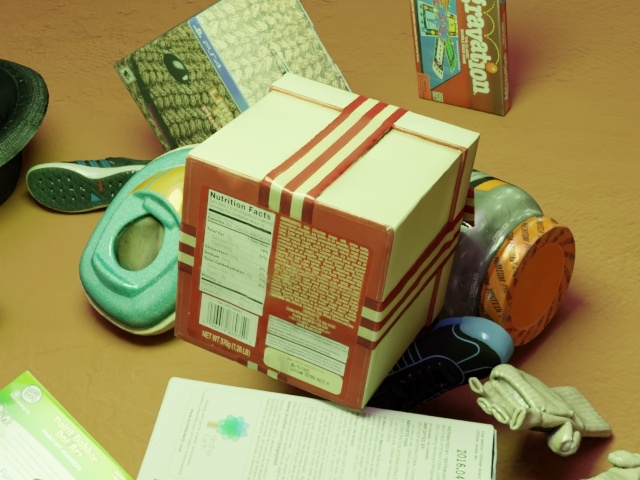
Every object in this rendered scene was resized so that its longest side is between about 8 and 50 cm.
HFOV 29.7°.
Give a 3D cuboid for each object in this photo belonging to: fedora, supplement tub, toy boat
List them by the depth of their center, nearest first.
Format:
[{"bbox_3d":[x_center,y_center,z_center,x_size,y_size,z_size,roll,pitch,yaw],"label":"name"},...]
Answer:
[{"bbox_3d":[0.133,-0.004,1.452,0.316,0.193,0.193,27,52,34],"label":"supplement tub"},{"bbox_3d":[-0.145,0.017,1.480,0.318,0.148,0.267,32,85,25],"label":"toy boat"},{"bbox_3d":[-0.531,-0.128,1.764,0.334,0.152,0.334,-6,40,5],"label":"fedora"}]

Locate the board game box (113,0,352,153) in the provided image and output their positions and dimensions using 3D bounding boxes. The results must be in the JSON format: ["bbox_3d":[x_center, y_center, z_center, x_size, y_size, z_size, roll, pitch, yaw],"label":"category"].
[{"bbox_3d":[-0.113,-0.197,1.609,0.141,0.232,0.291,-37,13,-27],"label":"board game box"}]

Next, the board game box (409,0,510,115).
[{"bbox_3d":[0.198,-0.312,1.731,0.145,0.281,0.027,16,47,28],"label":"board game box"}]

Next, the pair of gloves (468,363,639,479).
[{"bbox_3d":[0.268,0.209,1.202,0.204,0.042,0.240,16,26,-41],"label":"pair of gloves"}]

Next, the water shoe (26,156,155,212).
[{"bbox_3d":[-0.323,-0.084,1.752,0.203,0.073,0.080,3,20,9],"label":"water shoe"}]

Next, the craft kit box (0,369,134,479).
[{"bbox_3d":[-0.323,0.295,1.247,0.247,0.061,0.250,-38,66,-26],"label":"craft kit box"}]

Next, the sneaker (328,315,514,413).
[{"bbox_3d":[0.105,0.150,1.315,0.232,0.081,0.090,-21,25,44],"label":"sneaker"}]

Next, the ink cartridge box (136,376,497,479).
[{"bbox_3d":[0.020,0.297,1.129,0.396,0.151,0.270,7,42,6],"label":"ink cartridge box"}]

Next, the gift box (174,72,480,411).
[{"bbox_3d":[0.000,0.000,1.249,0.255,0.276,0.258,24,37,15],"label":"gift box"}]

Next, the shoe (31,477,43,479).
[{"bbox_3d":[-0.296,0.313,1.169,0.081,0.063,0.178,26,49,13],"label":"shoe"}]
